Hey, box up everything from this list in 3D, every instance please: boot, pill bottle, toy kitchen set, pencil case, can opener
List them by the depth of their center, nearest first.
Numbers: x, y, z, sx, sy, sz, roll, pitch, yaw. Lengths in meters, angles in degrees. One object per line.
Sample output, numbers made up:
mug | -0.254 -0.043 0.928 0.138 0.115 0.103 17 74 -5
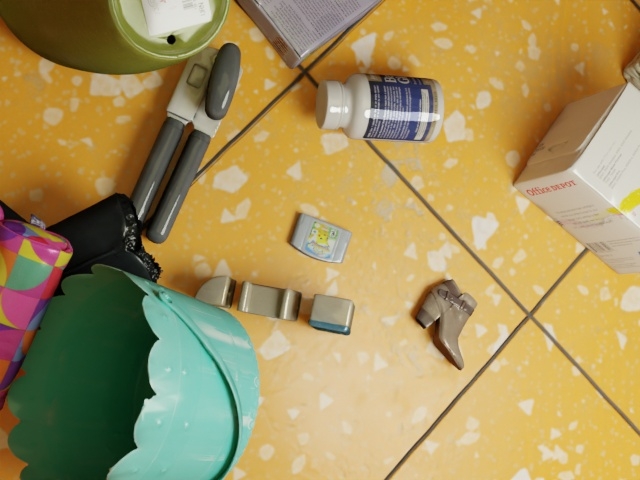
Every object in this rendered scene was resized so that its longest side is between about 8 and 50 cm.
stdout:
pencil case | -0.372 0.083 1.030 0.104 0.104 0.236 23 96 -13
boot | -0.336 -0.014 1.121 0.207 0.094 0.246 -27 100 -1
can opener | -0.182 -0.136 1.191 0.076 0.095 0.283 24 80 -12
toy kitchen set | -0.070 0.146 1.212 0.207 0.122 0.166 10 83 6
pill bottle | 0.082 -0.189 1.268 0.169 0.094 0.094 1 86 -16
boot | 0.197 0.119 1.307 0.087 0.042 0.118 -40 97 -17

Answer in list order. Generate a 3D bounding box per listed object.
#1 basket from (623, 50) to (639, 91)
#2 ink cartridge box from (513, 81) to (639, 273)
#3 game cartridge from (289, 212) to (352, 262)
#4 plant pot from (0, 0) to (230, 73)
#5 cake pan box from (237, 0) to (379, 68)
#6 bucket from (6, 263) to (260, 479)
basket | 0.711 -0.253 1.358 0.331 0.266 0.328 -41 97 -15
ink cartridge box | 0.449 -0.087 1.322 0.232 0.171 0.168 38 77 -10
game cartridge | 0.000 0.000 1.274 0.083 0.017 0.056 20 85 -13
plant pot | -0.224 -0.308 1.039 0.274 0.293 0.275 -12 116 -27
cake pan box | -0.027 -0.421 1.270 0.246 0.070 0.267 -42 97 -16
bucket | -0.217 0.178 1.054 0.183 0.281 0.281 19 80 -45
